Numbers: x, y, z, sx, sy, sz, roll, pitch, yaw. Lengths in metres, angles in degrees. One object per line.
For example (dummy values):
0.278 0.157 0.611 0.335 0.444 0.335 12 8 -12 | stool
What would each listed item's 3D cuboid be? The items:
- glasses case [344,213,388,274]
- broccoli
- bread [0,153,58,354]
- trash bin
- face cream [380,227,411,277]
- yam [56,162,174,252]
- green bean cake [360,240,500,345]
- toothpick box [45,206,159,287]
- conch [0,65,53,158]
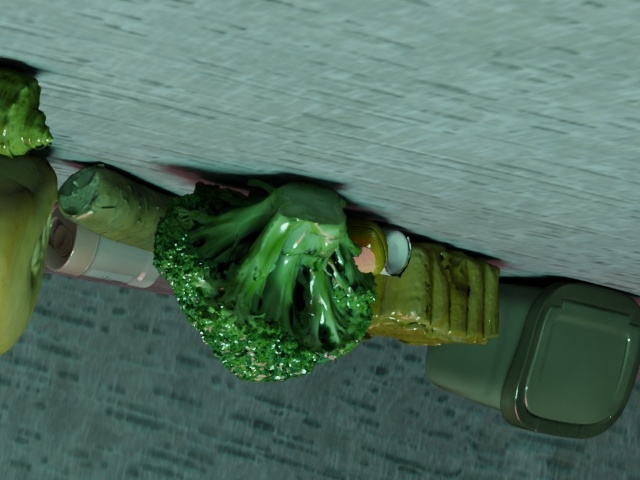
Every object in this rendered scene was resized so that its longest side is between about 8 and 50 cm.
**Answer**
-0.029 -0.001 1.976 0.234 0.064 0.079 7 137 24 | glasses case
-0.053 0.030 1.797 0.269 0.261 0.241 8 135 -20 | broccoli
-0.489 0.001 1.778 0.376 0.253 0.348 11 -171 -6 | bread
0.297 0.157 2.372 0.220 0.219 0.250 16 177 -35 | trash bin
0.000 0.000 2.056 0.244 0.058 0.092 9 166 38 | face cream
-0.206 -0.023 2.011 0.083 0.083 0.371 6 172 22 | yam
0.101 0.067 2.154 0.230 0.131 0.224 -1 171 40 | green bean cake
-0.306 0.009 2.326 0.149 0.098 0.098 13 172 -36 | toothpick box
-0.270 -0.109 1.382 0.121 0.074 0.089 30 157 18 | conch
